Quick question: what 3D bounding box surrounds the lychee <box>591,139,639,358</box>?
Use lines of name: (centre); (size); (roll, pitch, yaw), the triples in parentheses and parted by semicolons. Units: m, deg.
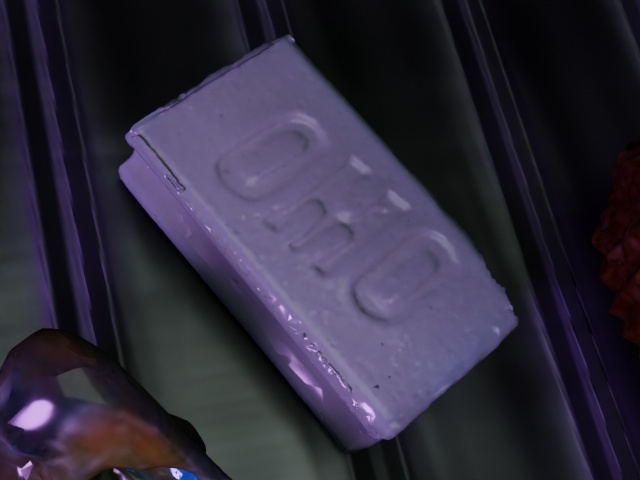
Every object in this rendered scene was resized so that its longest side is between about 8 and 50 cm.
lychee: (0.287, 0.013, 0.475); (0.304, 0.276, 0.276); (22, 57, 36)

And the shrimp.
shrimp: (0.001, 0.225, 0.353); (0.110, 0.221, 0.446); (-42, 75, 6)

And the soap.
soap: (0.000, 0.000, 0.506); (0.114, 0.063, 0.198); (-38, 83, -27)
